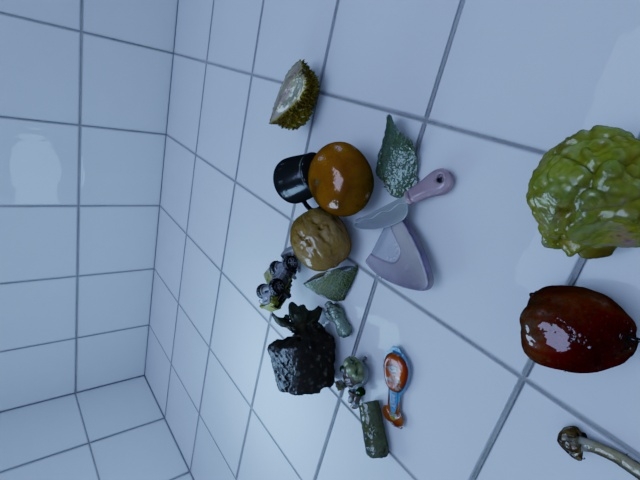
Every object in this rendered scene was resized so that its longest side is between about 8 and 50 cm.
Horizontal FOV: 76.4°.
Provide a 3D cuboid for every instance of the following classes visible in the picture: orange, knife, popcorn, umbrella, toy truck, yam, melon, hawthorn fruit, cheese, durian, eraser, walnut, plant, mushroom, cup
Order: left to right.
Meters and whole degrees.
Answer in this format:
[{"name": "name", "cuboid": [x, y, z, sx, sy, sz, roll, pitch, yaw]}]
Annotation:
[{"name": "toy truck", "cuboid": [-0.146, 0.143, 1.573, 0.136, 0.111, 0.286, -23, 32, 49]}, {"name": "durian", "cuboid": [-0.080, -0.519, 1.471, 0.183, 0.138, 0.250, -107, 40, -64]}, {"name": "plant", "cuboid": [-0.065, 0.377, 1.465, 0.213, 0.215, 0.312, -6, 86, 47]}, {"name": "cup", "cuboid": [-0.050, -0.204, 1.459, 0.176, 0.169, 0.223, -13, 118, 43]}, {"name": "walnut", "cuboid": [0.000, 0.000, 1.370, 0.222, 0.195, 0.195, 56, 132, 27]}, {"name": "melon", "cuboid": [0.053, 0.149, 1.419, 0.202, 0.093, 0.139, -19, 106, 21]}, {"name": "umbrella", "cuboid": [0.060, 0.274, 1.423, 0.143, 0.067, 0.062, 56, 162, 23]}, {"name": "orange", "cuboid": [0.068, -0.191, 1.285, 0.240, 0.171, 0.240, 20, 114, 53]}, {"name": "yam", "cuboid": [0.168, 0.603, 1.310, 0.078, 0.078, 0.179, -21, 78, 49]}, {"name": "cheese", "cuboid": [0.229, 0.449, 1.252, 0.106, 0.037, 0.256, 11, 101, 51]}, {"name": "knife", "cuboid": [0.230, -0.095, 1.159, 0.336, 0.043, 0.081, -32, 59, 37]}, {"name": "eraser", "cuboid": [0.245, 0.055, 1.180, 0.243, 0.059, 0.204, 51, 129, 39]}, {"name": "hawthorn fruit", "cuboid": [0.509, 0.180, 0.782, 0.235, 0.181, 0.181, 7, 99, 54]}, {"name": "popcorn", "cuboid": [0.506, -0.087, 0.748, 0.259, 0.259, 0.212, -8, 62, 50]}, {"name": "mushroom", "cuboid": [0.579, 0.442, 0.817, 0.187, 0.061, 0.060, 18, 102, 44]}]

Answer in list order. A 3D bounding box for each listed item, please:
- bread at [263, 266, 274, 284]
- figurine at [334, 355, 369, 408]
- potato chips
[{"name": "bread", "cuboid": [-0.204, 0.192, 1.760, 0.068, 0.028, 0.154, -49, 55, 43]}, {"name": "figurine", "cuboid": [0.108, 0.473, 1.357, 0.147, 0.093, 0.197, 41, 125, 57]}, {"name": "potato chips", "cuboid": [0.220, -0.238, 1.182, 0.167, 0.059, 0.228, -52, 55, 45]}]
